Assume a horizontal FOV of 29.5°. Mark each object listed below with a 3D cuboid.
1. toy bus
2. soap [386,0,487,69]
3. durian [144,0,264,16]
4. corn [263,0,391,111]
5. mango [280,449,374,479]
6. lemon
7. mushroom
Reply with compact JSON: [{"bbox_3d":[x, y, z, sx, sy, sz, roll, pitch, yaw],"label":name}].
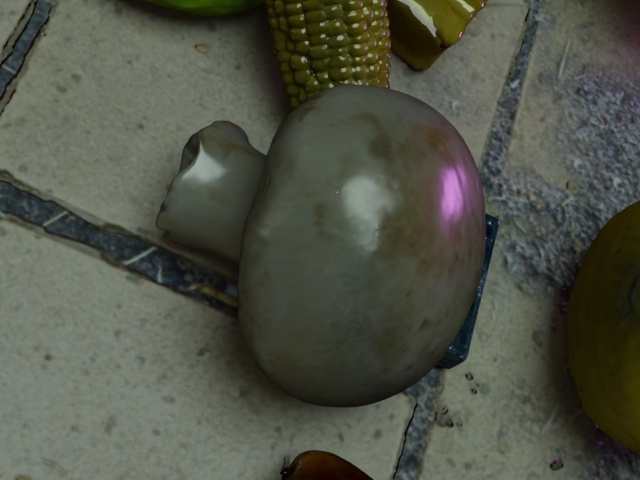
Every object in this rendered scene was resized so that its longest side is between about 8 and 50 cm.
[{"bbox_3d":[0.139,0.046,1.228,0.047,0.065,0.166,21,67,-12],"label":"toy bus"},{"bbox_3d":[0.052,-0.355,1.315,0.324,0.096,0.204,40,63,-3],"label":"soap"},{"bbox_3d":[-0.151,-0.295,1.221,0.250,0.101,0.139,12,35,-18],"label":"durian"},{"bbox_3d":[0.005,-0.245,1.186,0.130,0.130,0.347,-19,112,-25],"label":"corn"},{"bbox_3d":[0.033,0.315,1.073,0.133,0.111,0.268,-7,79,-34],"label":"mango"},{"bbox_3d":[0.371,0.084,1.202,0.260,0.260,0.284,20,44,-13],"label":"lemon"},{"bbox_3d":[0.000,0.000,1.114,0.290,0.297,0.298,12,62,24],"label":"mushroom"}]
